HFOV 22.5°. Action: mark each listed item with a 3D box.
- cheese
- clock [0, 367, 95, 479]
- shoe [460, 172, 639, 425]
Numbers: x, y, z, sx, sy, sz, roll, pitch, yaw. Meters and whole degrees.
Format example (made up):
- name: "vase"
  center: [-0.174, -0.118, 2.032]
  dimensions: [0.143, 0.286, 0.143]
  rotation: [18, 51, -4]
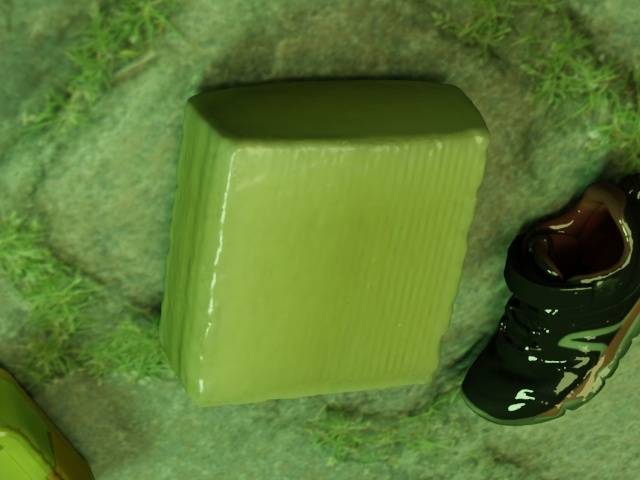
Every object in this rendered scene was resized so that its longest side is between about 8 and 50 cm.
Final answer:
- name: "cheese"
  center: [0.000, 0.000, 1.357]
  dimensions: [0.242, 0.124, 0.265]
  rotation: [-6, 127, -23]
- name: "clock"
  center: [-0.290, 0.217, 1.420]
  dimensions: [0.143, 0.096, 0.202]
  rotation: [-30, 132, -2]
- name: "shoe"
  center: [0.226, 0.056, 1.497]
  dimensions: [0.137, 0.114, 0.291]
  rotation: [23, 112, -40]
